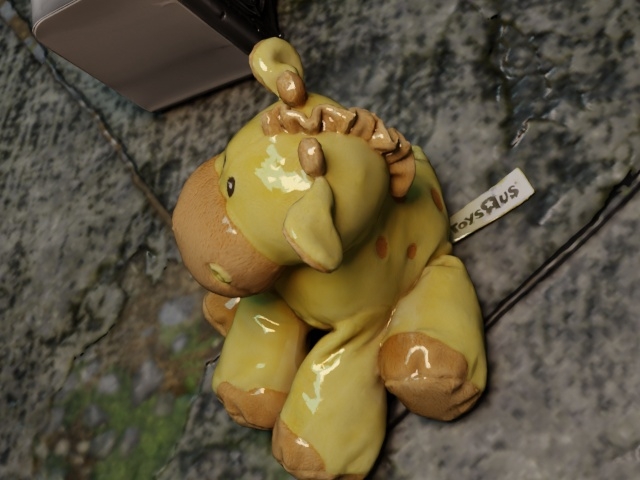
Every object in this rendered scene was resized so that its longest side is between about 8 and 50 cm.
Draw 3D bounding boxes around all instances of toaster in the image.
[{"bbox_3d":[-0.106,-0.191,0.857,0.110,0.186,0.168,-20,65,23],"label":"toaster"}]

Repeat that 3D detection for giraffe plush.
[{"bbox_3d":[0.000,0.000,0.687,0.210,0.170,0.181,-49,52,-1],"label":"giraffe plush"}]
